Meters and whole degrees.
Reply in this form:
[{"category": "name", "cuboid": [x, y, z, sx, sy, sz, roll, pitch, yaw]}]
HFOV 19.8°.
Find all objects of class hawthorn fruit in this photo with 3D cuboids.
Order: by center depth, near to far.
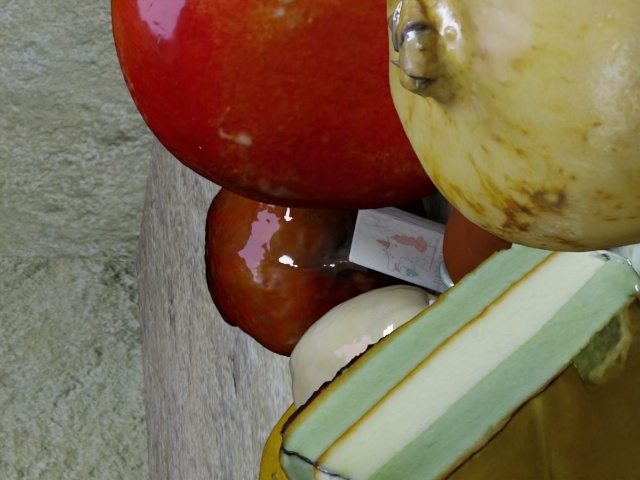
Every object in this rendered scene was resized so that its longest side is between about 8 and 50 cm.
[{"category": "hawthorn fruit", "cuboid": [0.000, 0.000, 1.644, 0.250, 0.215, 0.215, -155, 68, -77]}]

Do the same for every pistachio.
[{"category": "pistachio", "cuboid": [0.043, 0.108, 1.498, 0.200, 0.117, 0.145, -23, 37, 46]}]

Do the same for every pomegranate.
[{"category": "pomegranate", "cuboid": [0.137, -0.113, 0.916, 0.248, 0.248, 0.248, -177, 90, -79]}]

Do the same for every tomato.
[{"category": "tomato", "cuboid": [0.004, -0.171, 1.349, 0.293, 0.325, 0.290, -123, 39, -66]}]

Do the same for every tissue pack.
[{"category": "tissue pack", "cuboid": [0.079, 0.007, 1.499, 0.023, 0.108, 0.056, -51, -22, -55]}]

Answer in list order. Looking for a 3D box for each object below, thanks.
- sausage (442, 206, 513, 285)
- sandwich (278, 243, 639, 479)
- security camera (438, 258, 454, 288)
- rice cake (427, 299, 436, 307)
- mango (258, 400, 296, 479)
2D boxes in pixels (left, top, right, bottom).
[{"category": "sausage", "cuboid": [0.140, -0.029, 1.234, 0.089, 0.083, 0.300, 56, 157, 15]}, {"category": "sandwich", "cuboid": [0.123, 0.146, 1.140, 0.155, 0.227, 0.198, 19, 142, 54]}, {"category": "security camera", "cuboid": [0.131, -0.004, 1.397, 0.058, 0.058, 0.092, -103, 31, -54]}, {"category": "rice cake", "cuboid": [0.110, 0.076, 1.294, 0.207, 0.036, 0.047, 29, -103, -71]}, {"category": "mango", "cuboid": [0.019, 0.175, 1.642, 0.147, 0.109, 0.227, -23, 32, 33]}]
